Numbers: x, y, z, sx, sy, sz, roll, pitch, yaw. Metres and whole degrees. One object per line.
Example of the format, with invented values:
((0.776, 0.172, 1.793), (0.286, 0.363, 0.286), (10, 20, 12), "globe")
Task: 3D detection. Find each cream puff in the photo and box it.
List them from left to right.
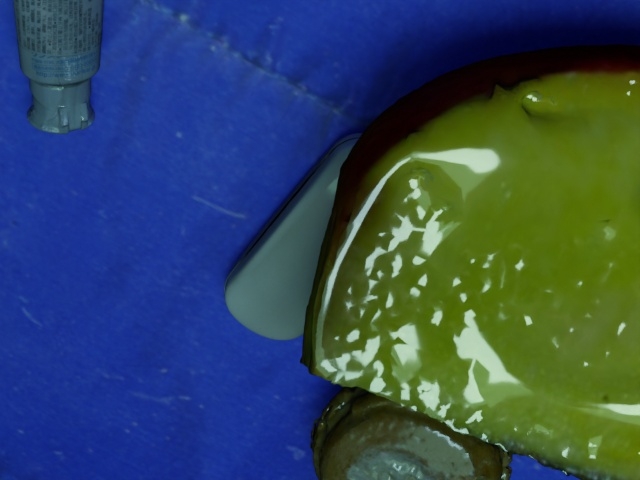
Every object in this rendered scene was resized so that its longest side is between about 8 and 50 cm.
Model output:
((0.075, 0.169, 1.302), (0.165, 0.115, 0.150), (20, 118, 8), "cream puff")

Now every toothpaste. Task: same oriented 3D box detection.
((-0.185, -0.188, 1.147), (0.089, 0.057, 0.234), (-17, 131, -29), "toothpaste")

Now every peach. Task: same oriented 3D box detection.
((0.192, 0.016, 1.109), (0.381, 0.242, 0.306), (17, 98, -1), "peach")

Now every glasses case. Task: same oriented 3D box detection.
((0.000, 0.000, 1.242), (0.081, 0.051, 0.204), (33, 122, -15), "glasses case")
